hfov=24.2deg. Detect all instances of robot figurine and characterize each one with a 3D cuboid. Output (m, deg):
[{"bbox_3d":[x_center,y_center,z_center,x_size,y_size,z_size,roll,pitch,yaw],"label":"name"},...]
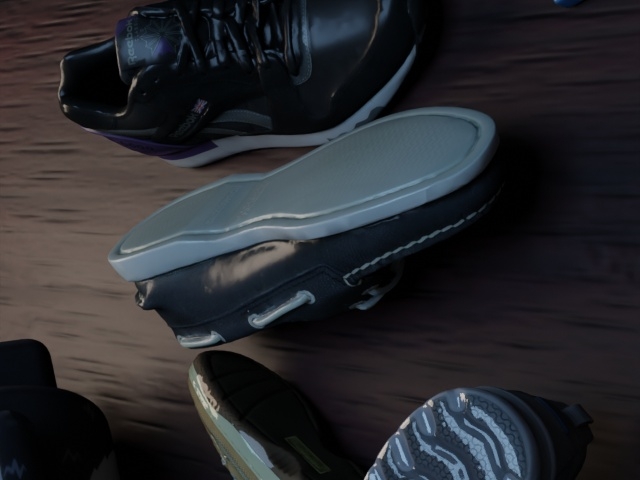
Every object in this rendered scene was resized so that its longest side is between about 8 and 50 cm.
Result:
[{"bbox_3d":[-0.212,0.208,1.021,0.174,0.209,0.278,-26,60,17],"label":"robot figurine"}]

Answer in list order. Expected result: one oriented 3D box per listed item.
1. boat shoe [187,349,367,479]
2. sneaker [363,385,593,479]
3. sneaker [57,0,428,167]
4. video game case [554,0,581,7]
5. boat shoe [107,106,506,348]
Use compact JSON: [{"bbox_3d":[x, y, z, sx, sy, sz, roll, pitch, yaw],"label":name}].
[{"bbox_3d":[-0.030,0.144,0.918,0.190,0.068,0.072,46,126,42],"label":"boat shoe"},{"bbox_3d":[0.045,0.182,0.791,0.281,0.115,0.105,-46,62,31],"label":"sneaker"},{"bbox_3d":[-0.062,-0.112,0.961,0.283,0.124,0.107,-19,68,43],"label":"sneaker"},{"bbox_3d":[0.163,-0.227,0.825,0.119,0.015,0.166,-26,63,40],"label":"video game case"},{"bbox_3d":[0.000,0.000,0.899,0.303,0.091,0.114,-12,29,47],"label":"boat shoe"}]
